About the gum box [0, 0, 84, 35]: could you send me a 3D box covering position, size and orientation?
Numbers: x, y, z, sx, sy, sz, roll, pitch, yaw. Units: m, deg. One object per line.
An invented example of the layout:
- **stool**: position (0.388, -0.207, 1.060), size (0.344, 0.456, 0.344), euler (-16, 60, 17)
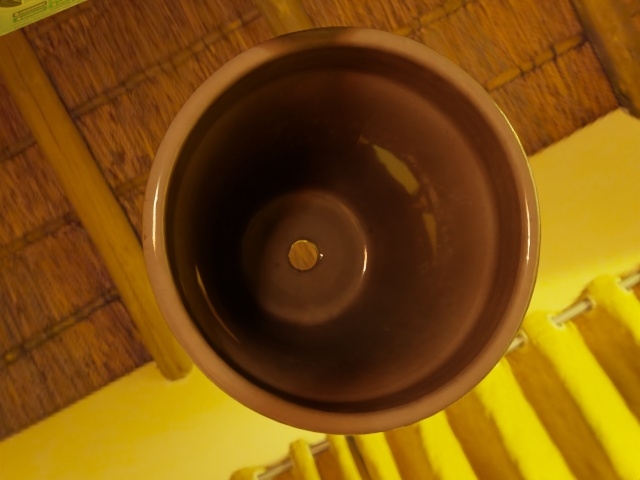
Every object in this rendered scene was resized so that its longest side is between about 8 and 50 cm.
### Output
- **gum box**: position (-0.321, -0.315, 0.962), size (0.157, 0.041, 0.184), euler (-31, -5, -23)

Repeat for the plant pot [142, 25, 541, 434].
- **plant pot**: position (0.000, 0.000, 0.641), size (0.263, 0.263, 0.229), euler (-15, -2, -11)
